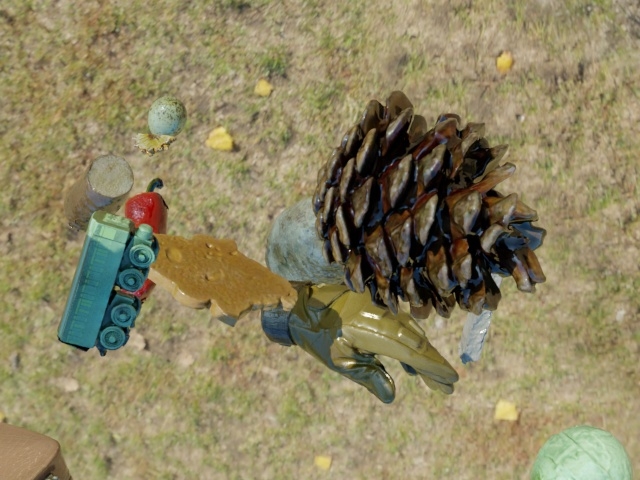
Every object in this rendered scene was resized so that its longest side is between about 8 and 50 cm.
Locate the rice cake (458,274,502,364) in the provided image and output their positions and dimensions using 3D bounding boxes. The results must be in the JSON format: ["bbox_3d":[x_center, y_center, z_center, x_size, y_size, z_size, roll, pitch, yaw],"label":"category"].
[{"bbox_3d":[0.324,0.119,1.646,0.049,0.055,0.270,9,105,-12],"label":"rice cake"}]

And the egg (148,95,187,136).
[{"bbox_3d":[-0.341,-0.270,1.851,0.085,0.085,0.110,24,125,-3],"label":"egg"}]

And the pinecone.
[{"bbox_3d":[0.093,-0.025,0.716,0.204,0.179,0.184,14,150,49],"label":"pinecone"}]

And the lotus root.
[{"bbox_3d":[-0.002,0.002,1.513,0.175,0.175,0.349,32,152,-9],"label":"lotus root"}]

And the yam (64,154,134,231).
[{"bbox_3d":[-0.340,-0.071,1.273,0.084,0.084,0.127,37,144,-12],"label":"yam"}]

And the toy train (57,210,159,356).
[{"bbox_3d":[-0.204,0.045,0.801,0.071,0.038,0.148,19,109,-9],"label":"toy train"}]

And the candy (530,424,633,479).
[{"bbox_3d":[0.212,0.397,1.036,0.440,0.119,0.119,-41,110,-6],"label":"candy"}]

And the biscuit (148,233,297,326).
[{"bbox_3d":[-0.150,0.044,1.092,0.250,0.162,0.035,21,119,-11],"label":"biscuit"}]

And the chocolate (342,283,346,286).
[{"bbox_3d":[0.085,0.106,1.734,0.127,0.124,0.133,7,90,29],"label":"chocolate"}]

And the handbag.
[{"bbox_3d":[-0.371,0.291,0.917,0.151,0.193,0.072,3,117,25],"label":"handbag"}]

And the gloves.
[{"bbox_3d":[0.062,0.143,1.278,0.331,0.154,0.141,16,103,26],"label":"gloves"}]

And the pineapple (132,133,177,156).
[{"bbox_3d":[-0.290,-0.165,1.429,0.083,0.045,0.019,10,146,30],"label":"pineapple"}]

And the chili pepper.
[{"bbox_3d":[-0.415,-0.004,1.960,0.110,0.387,0.110,-2,148,-1],"label":"chili pepper"}]
